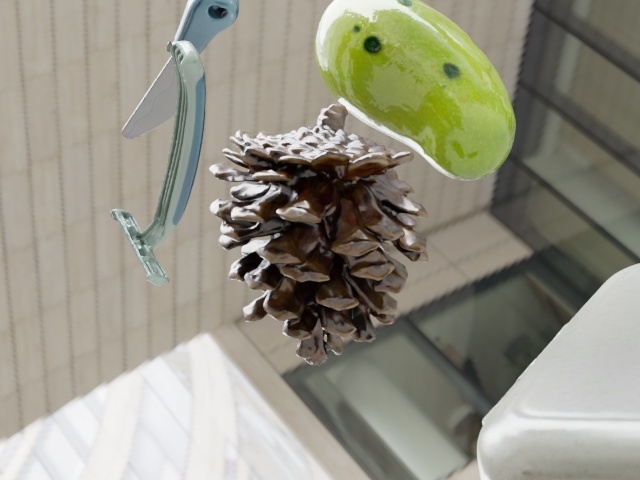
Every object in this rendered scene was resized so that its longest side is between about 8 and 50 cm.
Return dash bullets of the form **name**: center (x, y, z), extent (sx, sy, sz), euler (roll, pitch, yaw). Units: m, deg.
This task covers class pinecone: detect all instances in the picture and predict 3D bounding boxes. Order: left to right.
- **pinecone**: center (0.002, 0.000, 1.141), extent (0.168, 0.185, 0.212), euler (-21, -72, -16)

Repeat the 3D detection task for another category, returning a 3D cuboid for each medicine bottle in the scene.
- **medicine bottle**: center (0.277, 0.110, 0.943), extent (0.375, 0.282, 0.123), euler (-31, -67, -57)

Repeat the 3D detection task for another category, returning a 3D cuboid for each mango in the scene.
- **mango**: center (0.113, -0.185, 1.579), extent (0.175, 0.293, 0.143), euler (-28, -29, -30)

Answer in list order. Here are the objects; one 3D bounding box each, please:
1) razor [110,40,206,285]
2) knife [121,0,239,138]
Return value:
- **razor**: center (-0.098, -0.056, 0.900), extent (0.037, 0.068, 0.191), euler (-14, -37, -31)
- **knife**: center (-0.148, -0.181, 1.447), extent (0.058, 0.032, 0.244), euler (11, -41, -24)
